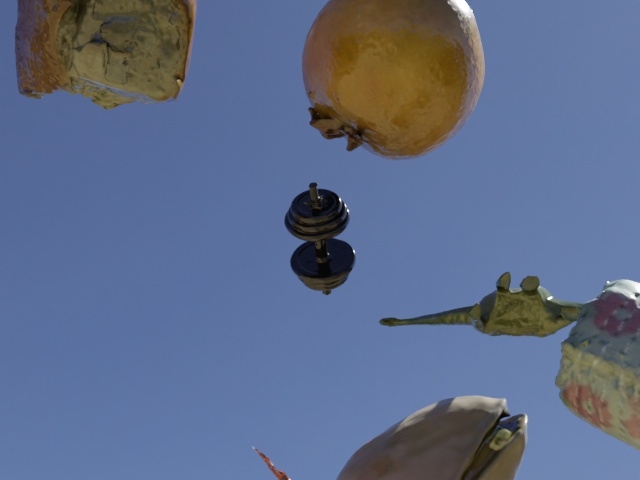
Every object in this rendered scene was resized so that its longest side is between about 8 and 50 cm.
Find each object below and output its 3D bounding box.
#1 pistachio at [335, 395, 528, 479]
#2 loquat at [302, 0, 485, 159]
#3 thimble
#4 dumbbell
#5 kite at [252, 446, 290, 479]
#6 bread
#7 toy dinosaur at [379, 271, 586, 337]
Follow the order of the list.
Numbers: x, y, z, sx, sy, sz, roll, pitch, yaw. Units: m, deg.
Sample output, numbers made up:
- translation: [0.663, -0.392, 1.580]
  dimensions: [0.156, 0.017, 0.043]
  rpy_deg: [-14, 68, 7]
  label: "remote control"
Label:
- translation: [0.148, 0.336, 1.624]
  dimensions: [0.208, 0.332, 0.226]
  rpy_deg: [50, -14, 1]
  label: "pistachio"
- translation: [0.096, -0.244, 1.715]
  dimensions: [0.275, 0.275, 0.275]
  rpy_deg: [0, -29, 0]
  label: "loquat"
- translation: [0.384, 0.153, 1.454]
  dimensions: [0.149, 0.185, 0.211]
  rpy_deg: [25, 12, 34]
  label: "thimble"
- translation: [0.000, 0.000, 1.777]
  dimensions: [0.099, 0.099, 0.208]
  rpy_deg: [-3, -50, 6]
  label: "dumbbell"
- translation: [-0.004, 0.338, 1.463]
  dimensions: [0.222, 0.008, 0.125]
  rpy_deg: [44, -17, 12]
  label: "kite"
- translation: [-0.275, -0.293, 1.557]
  dimensions: [0.225, 0.250, 0.279]
  rpy_deg: [-3, 8, -23]
  label: "bread"
- translation: [0.313, 0.131, 1.965]
  dimensions: [0.447, 0.087, 0.301]
  rpy_deg: [6, -18, 6]
  label: "toy dinosaur"
